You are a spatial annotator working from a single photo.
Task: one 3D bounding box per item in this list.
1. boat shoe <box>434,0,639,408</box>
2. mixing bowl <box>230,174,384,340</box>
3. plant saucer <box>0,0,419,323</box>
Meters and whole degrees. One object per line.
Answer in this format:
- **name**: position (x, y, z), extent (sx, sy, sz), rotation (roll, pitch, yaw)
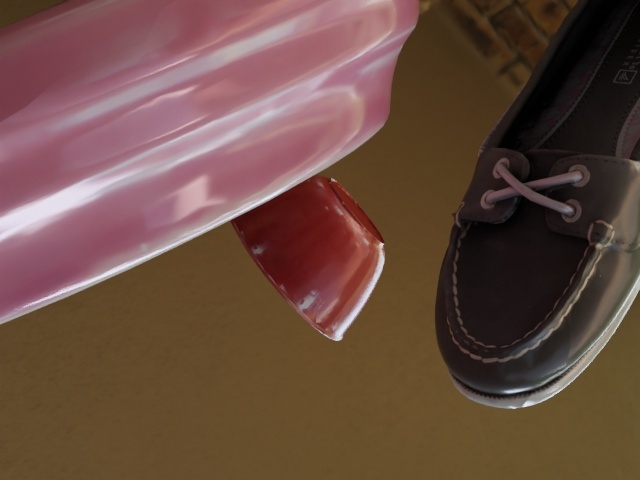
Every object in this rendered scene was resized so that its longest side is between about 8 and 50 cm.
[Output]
- **boat shoe**: position (0.145, -0.067, 0.613), extent (0.335, 0.112, 0.095), rotation (-56, -43, -28)
- **mixing bowl**: position (0.000, 0.000, 1.123), extent (0.181, 0.098, 0.181), rotation (49, -171, -10)
- **plant saucer**: position (-0.102, -0.038, 0.466), extent (0.332, 0.332, 0.084), rotation (-33, -77, -44)
